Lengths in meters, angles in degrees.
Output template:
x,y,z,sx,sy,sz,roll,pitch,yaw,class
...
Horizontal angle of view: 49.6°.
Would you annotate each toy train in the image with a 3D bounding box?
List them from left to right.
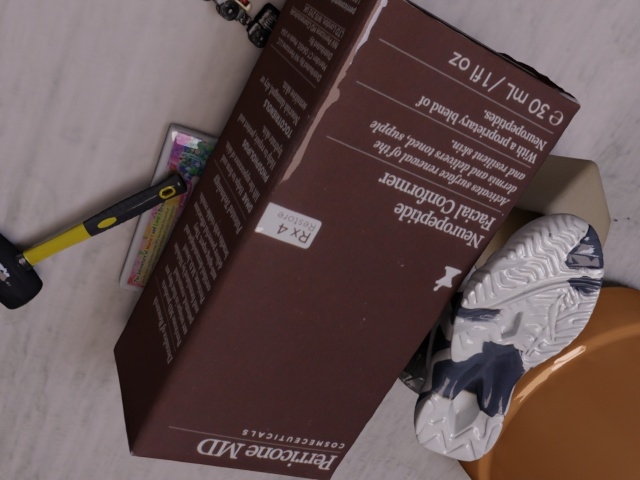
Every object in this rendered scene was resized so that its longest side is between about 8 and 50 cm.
x,y,z,sx,sy,sz,roll,pitch,yaw,class
-0.073,-0.190,0.514,0.158,0.027,0.036,37,101,-28,toy train

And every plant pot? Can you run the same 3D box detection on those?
x,y,z,sx,sy,sz,roll,pitch,yaw,class
0.200,-0.020,0.629,0.096,0.109,0.109,-41,123,-22,plant pot
0.308,0.222,0.714,0.291,0.203,0.290,-10,124,-15,plant pot

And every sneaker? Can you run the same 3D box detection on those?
x,y,z,sx,sy,sz,roll,pitch,yaw,class
0.104,0.104,0.708,0.089,0.051,0.170,-45,124,11,sneaker
0.153,0.059,0.600,0.094,0.153,0.235,16,117,2,sneaker

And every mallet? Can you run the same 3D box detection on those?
x,y,z,sx,sy,sz,roll,pitch,yaw,class
-0.194,0.001,0.573,0.190,0.039,0.062,-19,121,1,mallet

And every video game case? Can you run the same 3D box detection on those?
x,y,z,sx,sy,sz,roll,pitch,yaw,class
-0.087,-0.010,0.614,0.143,0.019,0.157,15,114,-21,video game case

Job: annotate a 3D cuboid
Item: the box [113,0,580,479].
x,y,z,sx,sy,sz,roll,pitch,yaw,class
0.000,0.000,0.548,0.191,0.143,0.381,18,113,-30,box
